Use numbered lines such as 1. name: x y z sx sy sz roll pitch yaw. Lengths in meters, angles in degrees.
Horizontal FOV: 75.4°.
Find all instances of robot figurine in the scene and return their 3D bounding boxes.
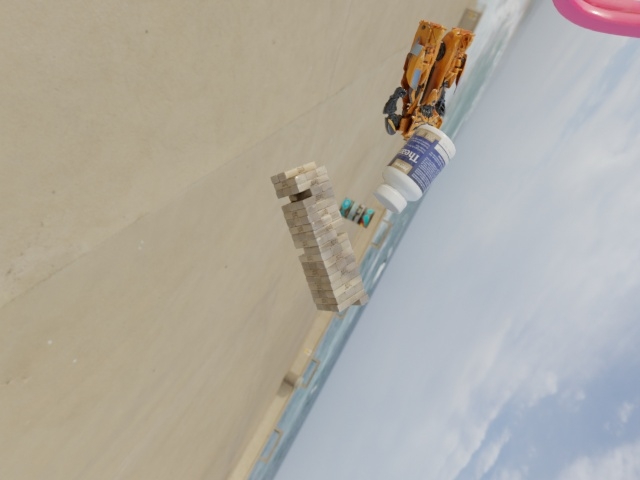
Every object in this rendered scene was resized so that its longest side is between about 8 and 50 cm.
1. robot figurine: 0.272 -0.387 1.053 0.210 0.085 0.291 -7 127 -30

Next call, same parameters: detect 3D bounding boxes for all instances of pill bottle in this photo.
1. pill bottle: 0.131 -0.099 0.593 0.120 0.067 0.067 -51 170 -3

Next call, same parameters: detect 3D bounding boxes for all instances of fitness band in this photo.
1. fitness band: 0.477 -0.371 0.568 0.209 0.290 0.055 63 40 -78

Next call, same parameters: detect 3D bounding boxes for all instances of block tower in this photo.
1. block tower: 0.000 0.000 0.917 0.097 0.336 0.090 -27 -168 -35
